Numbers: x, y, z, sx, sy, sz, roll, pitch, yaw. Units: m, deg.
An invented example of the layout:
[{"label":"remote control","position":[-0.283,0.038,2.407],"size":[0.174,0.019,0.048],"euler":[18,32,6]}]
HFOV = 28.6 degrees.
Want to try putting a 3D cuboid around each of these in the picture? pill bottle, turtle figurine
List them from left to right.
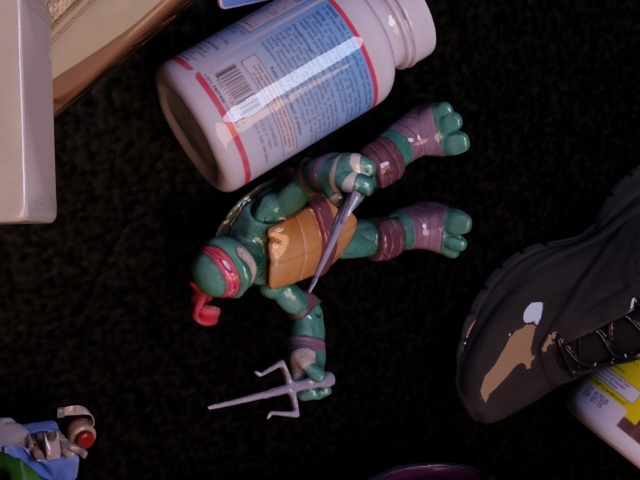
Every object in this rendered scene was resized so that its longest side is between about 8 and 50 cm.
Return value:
[{"label":"pill bottle","position":[-0.013,-0.103,0.758],"size":[0.160,0.087,0.087],"euler":[-32,129,-15]},{"label":"turtle figurine","position":[0.000,0.000,0.807],"size":[0.234,0.118,0.175],"euler":[-30,145,-36]},{"label":"pill bottle","position":[0.317,0.093,1.067],"size":[0.117,0.117,0.215],"euler":[36,93,-41]}]

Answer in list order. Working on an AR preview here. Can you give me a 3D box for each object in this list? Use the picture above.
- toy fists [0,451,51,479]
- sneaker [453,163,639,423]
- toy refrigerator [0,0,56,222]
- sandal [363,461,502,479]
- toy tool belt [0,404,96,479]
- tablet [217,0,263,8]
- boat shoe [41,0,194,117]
[{"label":"toy fists","position":[-0.244,0.240,0.759],"size":[0.279,0.096,0.142],"euler":[-30,137,6]},{"label":"sneaker","position":[0.227,0.047,0.975],"size":[0.286,0.130,0.109],"euler":[-41,132,-6]},{"label":"toy refrigerator","position":[-0.255,-0.054,0.539],"size":[0.269,0.094,0.102],"euler":[-2,91,-4]},{"label":"sandal","position":[0.059,0.234,0.956],"size":[0.445,0.167,0.107],"euler":[3,96,-35]},{"label":"toy tool belt","position":[-0.178,0.141,0.809],"size":[0.083,0.051,0.052],"euler":[-7,119,-31]},{"label":"tablet","position":[-0.026,-0.174,0.763],"size":[0.083,0.006,0.054],"euler":[-17,123,-26]},{"label":"boat shoe","position":[-0.202,-0.090,0.640],"size":[0.342,0.123,0.123],"euler":[-39,100,1]}]
